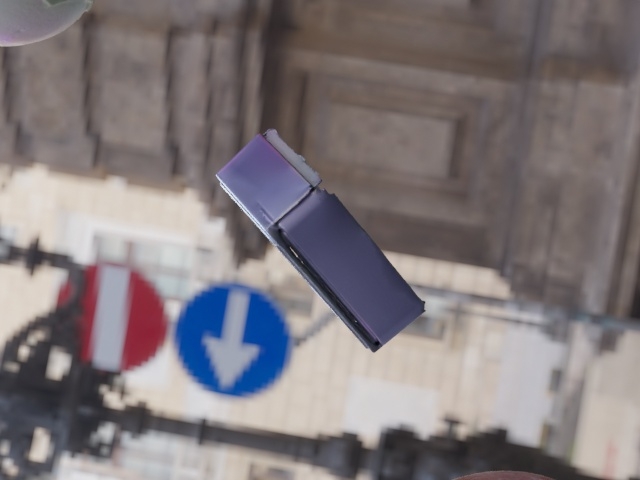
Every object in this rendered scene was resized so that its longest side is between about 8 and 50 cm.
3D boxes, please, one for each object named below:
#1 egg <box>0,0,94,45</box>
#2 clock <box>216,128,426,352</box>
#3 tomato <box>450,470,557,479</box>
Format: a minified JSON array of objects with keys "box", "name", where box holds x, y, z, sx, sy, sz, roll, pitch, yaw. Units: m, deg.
[{"box":[-0.295,-0.272,1.867,0.217,0.183,0.183,27,-111,-49],"name":"egg"},{"box":[0.000,-0.001,1.839,0.193,0.073,0.144,50,178,-35],"name":"clock"},{"box":[0.131,0.311,1.535,0.270,0.227,0.270,-24,62,57],"name":"tomato"}]
